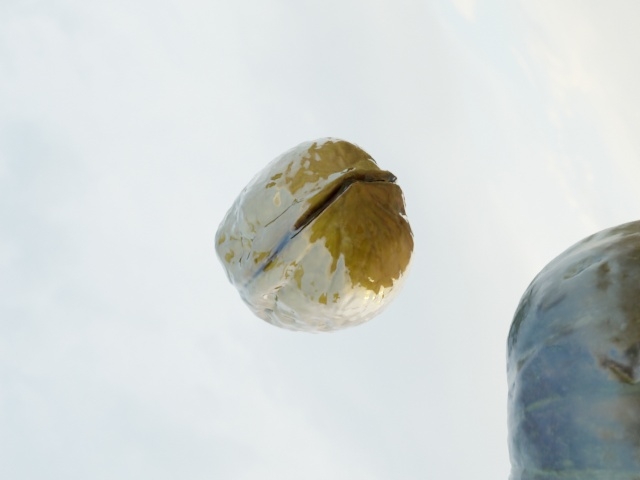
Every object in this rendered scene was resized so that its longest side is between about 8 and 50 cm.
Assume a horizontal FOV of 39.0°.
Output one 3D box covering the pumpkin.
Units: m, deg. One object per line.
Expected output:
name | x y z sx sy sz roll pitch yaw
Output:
pumpkin | 0.167 0.097 0.397 0.219 0.163 0.218 0 -90 -65

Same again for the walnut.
walnut | 0.000 0.000 0.685 0.144 0.180 0.144 10 -118 -19
